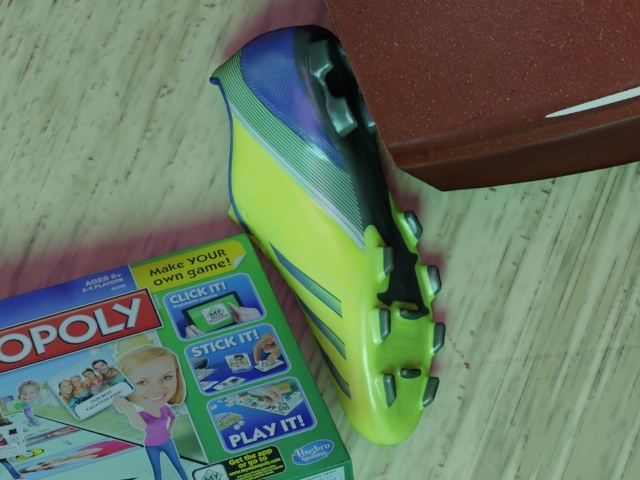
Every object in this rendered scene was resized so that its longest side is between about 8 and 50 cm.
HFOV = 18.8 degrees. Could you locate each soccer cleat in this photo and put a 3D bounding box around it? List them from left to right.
[{"bbox_3d":[0.001,-0.001,1.298,0.121,0.093,0.289,-17,85,30],"label":"soccer cleat"}]

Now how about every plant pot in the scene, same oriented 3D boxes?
[{"bbox_3d":[0.133,-0.166,1.231,0.235,0.267,0.267,-23,81,11],"label":"plant pot"}]

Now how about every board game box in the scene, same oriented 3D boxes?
[{"bbox_3d":[-0.163,0.119,1.198,0.317,0.046,0.213,-16,46,-12],"label":"board game box"}]
